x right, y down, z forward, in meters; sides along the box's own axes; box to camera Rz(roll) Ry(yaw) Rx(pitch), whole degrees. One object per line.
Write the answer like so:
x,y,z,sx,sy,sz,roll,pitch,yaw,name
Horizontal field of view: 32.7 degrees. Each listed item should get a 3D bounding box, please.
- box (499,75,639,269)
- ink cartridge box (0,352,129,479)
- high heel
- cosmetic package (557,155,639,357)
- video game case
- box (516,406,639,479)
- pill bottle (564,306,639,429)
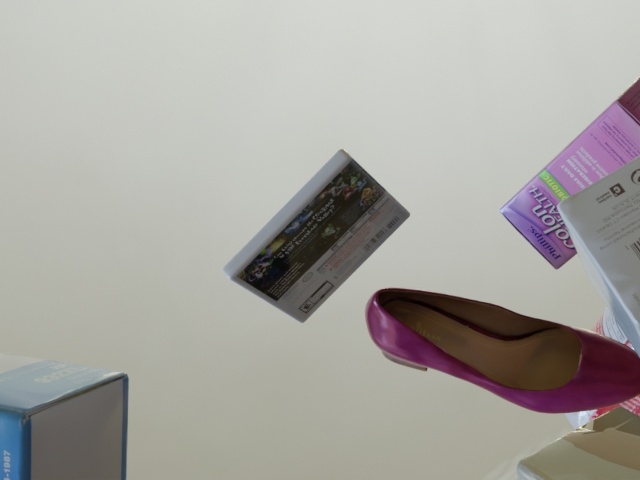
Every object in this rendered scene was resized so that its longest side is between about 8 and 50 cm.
0.396,-0.109,1.485,0.117,0.213,0.243,46,-48,6,box
-0.306,0.194,0.805,0.307,0.129,0.223,6,-80,21,ink cartridge box
0.244,0.138,1.423,0.377,0.127,0.181,4,-23,11,high heel
0.344,0.021,1.049,0.151,0.151,0.183,-31,-35,6,cosmetic package
0.000,0.000,1.258,0.190,0.022,0.173,-45,-35,5,video game case
0.295,0.266,0.809,0.121,0.311,0.148,-22,-60,-25,box
0.580,0.169,1.827,0.229,0.229,0.407,3,-43,-19,pill bottle
